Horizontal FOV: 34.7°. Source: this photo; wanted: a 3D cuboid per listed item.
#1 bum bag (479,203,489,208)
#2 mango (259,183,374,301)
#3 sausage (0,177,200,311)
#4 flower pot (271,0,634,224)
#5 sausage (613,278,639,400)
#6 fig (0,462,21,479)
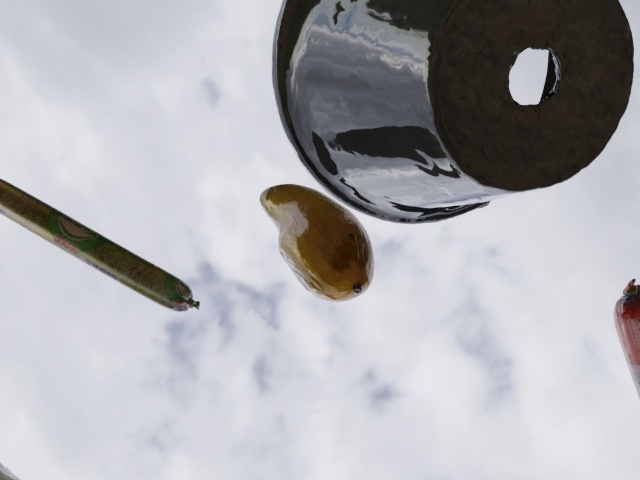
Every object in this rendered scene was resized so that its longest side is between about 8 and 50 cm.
[{"bbox_3d":[0.100,-0.156,0.937,0.095,0.340,0.144,-12,-118,19],"label":"bum bag"},{"bbox_3d":[0.000,0.000,1.055,0.098,0.075,0.190,4,-151,-27],"label":"mango"},{"bbox_3d":[-0.225,0.002,0.970,0.269,0.033,0.033,28,-131,16],"label":"sausage"},{"bbox_3d":[0.115,-0.126,0.743,0.269,0.269,0.166,-2,-166,-24],"label":"flower pot"},{"bbox_3d":[0.459,0.166,1.414,0.074,0.074,0.274,-48,-58,-39],"label":"sausage"},{"bbox_3d":[-0.428,0.375,1.020,0.343,0.343,0.343,11,-128,-14],"label":"fig"}]
